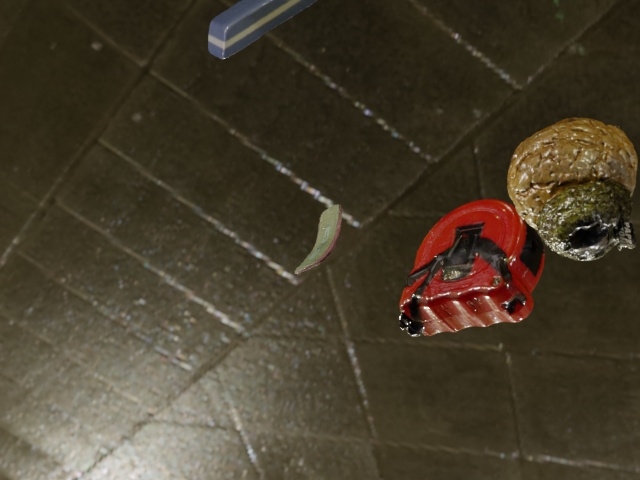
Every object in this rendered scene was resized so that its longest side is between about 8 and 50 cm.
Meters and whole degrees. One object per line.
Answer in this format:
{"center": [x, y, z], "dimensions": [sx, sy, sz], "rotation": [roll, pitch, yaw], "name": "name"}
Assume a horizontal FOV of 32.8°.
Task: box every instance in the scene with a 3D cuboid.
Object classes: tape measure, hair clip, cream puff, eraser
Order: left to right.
{"center": [-0.046, -0.304, 1.358], "dimensions": [0.225, 0.082, 0.036], "rotation": [-34, 114, -8], "name": "eraser"}
{"center": [0.001, 0.001, 1.618], "dimensions": [0.054, 0.137, 0.022], "rotation": [-24, 120, 39], "name": "hair clip"}
{"center": [0.277, 0.046, 1.981], "dimensions": [0.253, 0.260, 0.114], "rotation": [-12, 137, 38], "name": "tape measure"}
{"center": [0.357, -0.052, 1.470], "dimensions": [0.183, 0.169, 0.183], "rotation": [-5, 135, -5], "name": "cream puff"}
